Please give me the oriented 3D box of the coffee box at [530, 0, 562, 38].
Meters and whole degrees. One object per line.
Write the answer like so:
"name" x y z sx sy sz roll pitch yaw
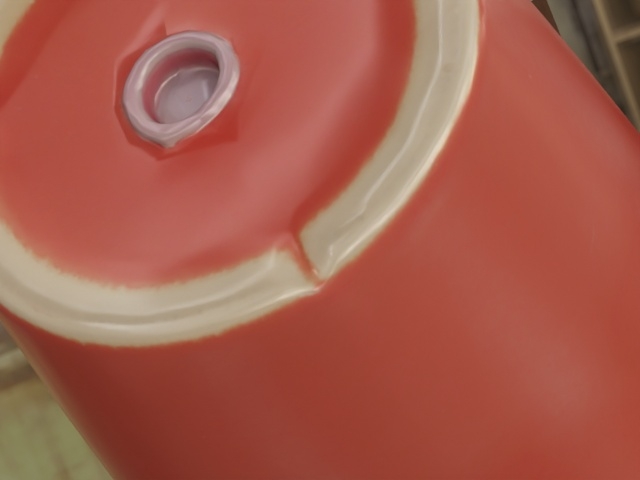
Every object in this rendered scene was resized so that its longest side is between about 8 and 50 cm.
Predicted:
"coffee box" 0.096 -0.101 1.249 0.141 0.246 0.098 -34 22 -25

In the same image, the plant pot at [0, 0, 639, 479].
"plant pot" 0.000 0.000 0.669 0.275 0.275 0.243 -19 -33 14
